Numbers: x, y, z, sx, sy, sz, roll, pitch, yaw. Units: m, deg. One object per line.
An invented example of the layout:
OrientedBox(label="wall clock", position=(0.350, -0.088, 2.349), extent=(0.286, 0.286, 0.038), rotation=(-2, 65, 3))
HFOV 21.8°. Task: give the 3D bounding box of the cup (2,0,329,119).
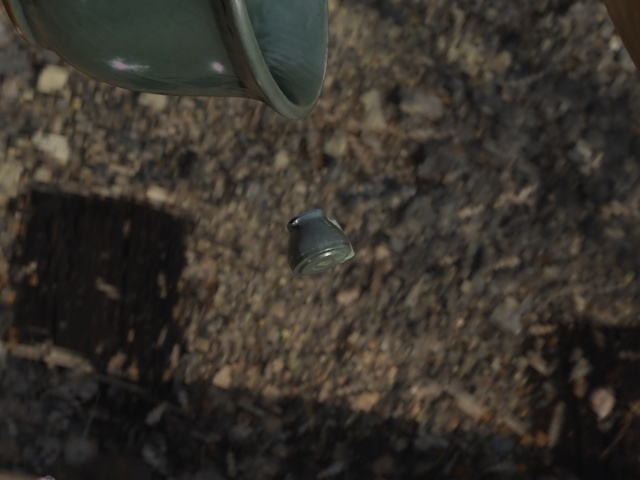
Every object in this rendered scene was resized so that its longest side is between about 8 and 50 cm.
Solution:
OrientedBox(label="cup", position=(-0.093, -0.154, 0.902), extent=(0.150, 0.199, 0.199), rotation=(-7, 57, 14))

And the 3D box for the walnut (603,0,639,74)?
OrientedBox(label="walnut", position=(0.262, -0.138, 0.925), extent=(0.209, 0.209, 0.336), rotation=(-34, 72, -30))

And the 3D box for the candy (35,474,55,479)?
OrientedBox(label="candy", position=(-0.240, 0.353, 1.482), extent=(0.116, 0.155, 0.265), rotation=(-23, 83, -14))

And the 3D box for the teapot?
OrientedBox(label="teapot", position=(0.000, 0.000, 1.715), extent=(0.088, 0.066, 0.057), rotation=(0, 63, -52))
